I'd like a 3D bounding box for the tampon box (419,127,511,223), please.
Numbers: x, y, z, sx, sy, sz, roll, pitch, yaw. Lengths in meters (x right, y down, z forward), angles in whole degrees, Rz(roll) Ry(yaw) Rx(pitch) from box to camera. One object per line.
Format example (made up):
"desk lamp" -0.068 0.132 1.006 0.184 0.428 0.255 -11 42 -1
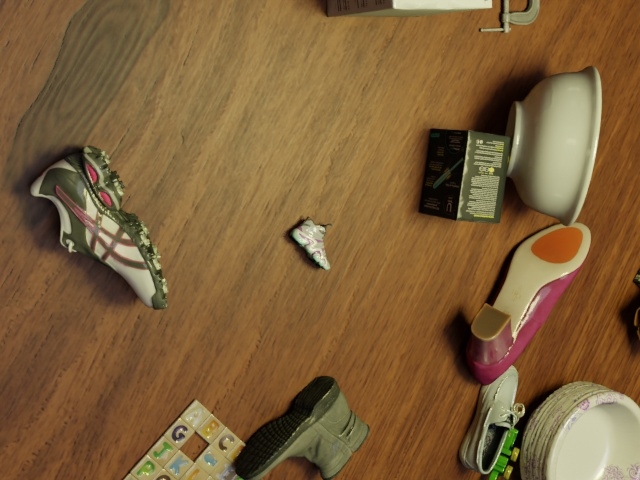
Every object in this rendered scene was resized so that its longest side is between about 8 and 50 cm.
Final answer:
"tampon box" 0.264 -0.118 1.548 0.101 0.120 0.161 4 97 -28

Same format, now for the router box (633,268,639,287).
"router box" 0.770 0.086 1.908 0.122 0.038 0.092 37 80 -28

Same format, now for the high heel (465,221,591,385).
"high heel" 0.418 0.122 1.709 0.377 0.127 0.181 -39 143 -22

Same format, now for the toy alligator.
"toy alligator" 0.384 0.427 1.753 0.190 0.056 0.051 -68 162 -4

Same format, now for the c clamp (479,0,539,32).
"c clamp" 0.366 -0.470 1.598 0.137 0.022 0.161 -2 100 -28

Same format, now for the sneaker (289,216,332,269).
"sneaker" 0.000 0.000 1.472 0.069 0.038 0.098 -47 117 -13

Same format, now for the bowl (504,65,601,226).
"bowl" 0.415 -0.181 1.566 0.134 0.298 0.298 8 96 4

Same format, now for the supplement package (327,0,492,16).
"supplement package" 0.140 -0.444 1.376 0.194 0.203 0.149 -9 103 -28

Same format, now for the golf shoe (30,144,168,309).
"golf shoe" -0.321 -0.004 1.275 0.120 0.105 0.273 -28 106 -5

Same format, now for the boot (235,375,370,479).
"boot" -0.020 0.374 1.500 0.246 0.083 0.161 -41 116 -22

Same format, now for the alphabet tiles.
"alphabet tiles" -0.204 0.417 1.451 0.198 0.009 0.237 -48 117 -13

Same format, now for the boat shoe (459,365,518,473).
"boat shoe" 0.357 0.363 1.706 0.079 0.081 0.228 24 87 -30

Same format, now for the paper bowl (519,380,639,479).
"paper bowl" 0.538 0.436 1.780 0.284 0.148 0.284 -6 102 -27

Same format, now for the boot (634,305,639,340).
"boot" 0.768 0.099 1.827 0.211 0.104 0.295 -23 114 -23
